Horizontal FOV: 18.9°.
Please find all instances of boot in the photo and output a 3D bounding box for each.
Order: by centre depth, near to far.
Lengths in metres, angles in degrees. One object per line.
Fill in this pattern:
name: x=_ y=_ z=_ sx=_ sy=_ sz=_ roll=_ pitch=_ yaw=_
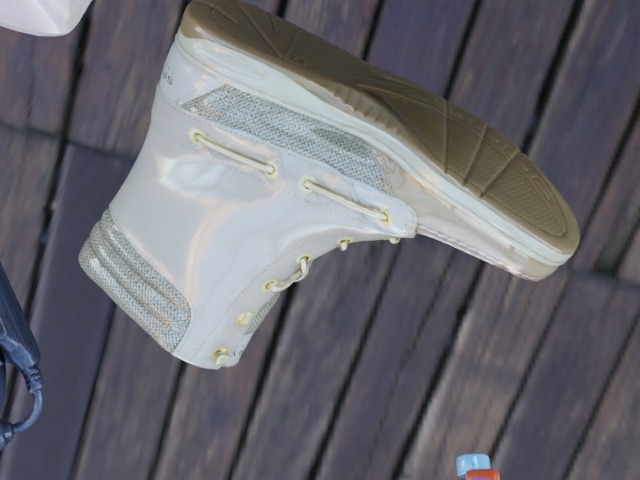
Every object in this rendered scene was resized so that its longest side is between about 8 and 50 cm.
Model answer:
boot: x=0.000 y=0.000 z=1.138 sx=0.262 sy=0.095 sz=0.203 roll=28 pitch=116 yaw=-1

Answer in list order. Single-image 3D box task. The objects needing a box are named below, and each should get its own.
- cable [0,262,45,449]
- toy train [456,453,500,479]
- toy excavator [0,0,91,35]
cable: x=-0.225 y=0.037 z=0.929 sx=0.150 sy=0.184 sz=0.047 roll=-26 pitch=165 yaw=-7
toy train: x=0.101 y=0.185 z=1.018 sx=0.046 sy=0.166 sz=0.125 roll=-5 pitch=157 yaw=3
toy excavator: x=0.032 y=-0.173 z=0.469 sx=0.433 sy=0.222 sz=0.445 roll=18 pitch=148 yaw=15
